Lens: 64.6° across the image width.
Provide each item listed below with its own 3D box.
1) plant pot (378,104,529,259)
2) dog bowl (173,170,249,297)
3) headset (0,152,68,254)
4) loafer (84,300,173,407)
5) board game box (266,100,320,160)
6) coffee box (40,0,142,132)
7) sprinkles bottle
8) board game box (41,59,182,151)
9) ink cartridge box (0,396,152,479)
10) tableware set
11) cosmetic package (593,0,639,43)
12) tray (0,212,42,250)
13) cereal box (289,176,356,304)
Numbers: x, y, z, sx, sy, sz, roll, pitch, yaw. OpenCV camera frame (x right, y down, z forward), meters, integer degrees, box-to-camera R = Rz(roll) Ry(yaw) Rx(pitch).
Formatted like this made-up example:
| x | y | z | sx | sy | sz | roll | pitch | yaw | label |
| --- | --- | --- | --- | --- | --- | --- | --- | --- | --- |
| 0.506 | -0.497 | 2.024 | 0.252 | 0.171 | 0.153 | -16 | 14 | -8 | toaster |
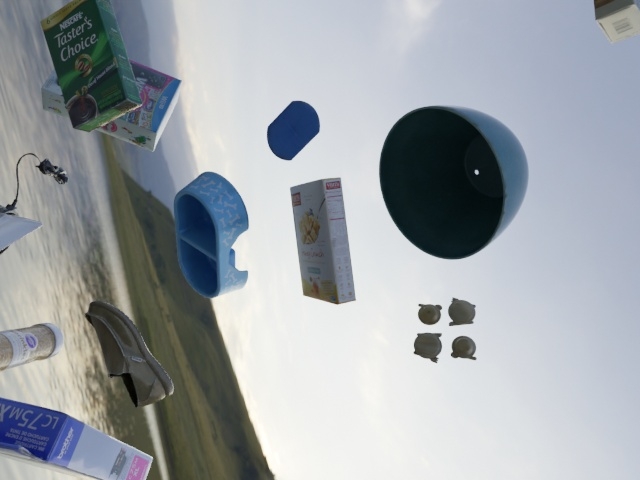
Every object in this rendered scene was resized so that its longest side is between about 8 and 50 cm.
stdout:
| x | y | z | sx | sy | sz | roll | pitch | yaw | label |
| --- | --- | --- | --- | --- | --- | --- | --- | --- | --- |
| 0.287 | -0.130 | 0.991 | 0.290 | 0.196 | 0.290 | 30 | -49 | 43 | plant pot |
| -0.238 | 0.001 | 1.081 | 0.166 | 0.074 | 0.297 | 29 | -48 | 27 | dog bowl |
| -0.820 | -0.075 | 1.234 | 0.243 | 0.394 | 0.185 | 54 | -7 | 2 | headset |
| -0.235 | 0.137 | 0.603 | 0.148 | 0.050 | 0.056 | 53 | -40 | -4 | loafer |
| -0.071 | -0.302 | 1.401 | 0.169 | 0.033 | 0.133 | -43 | -112 | 17 | board game box |
| -0.350 | -0.271 | 0.770 | 0.040 | 0.113 | 0.184 | -2 | 74 | -71 | coffee box |
| -0.931 | 0.327 | 1.534 | 0.355 | 0.121 | 0.121 | 49 | 26 | -86 | sprinkles bottle |
| -0.576 | -0.409 | 1.421 | 0.097 | 0.304 | 0.223 | 130 | -24 | -54 | board game box |
| -0.364 | 0.260 | 0.656 | 0.311 | 0.186 | 0.065 | 78 | 22 | -58 | ink cartridge box |
| 0.291 | 0.208 | 1.180 | 0.020 | 0.141 | 0.168 | 73 | 23 | -55 | tableware set |
| 0.343 | -0.296 | 0.584 | 0.041 | 0.060 | 0.115 | -12 | -113 | 44 | cosmetic package |
| -0.526 | -0.012 | 0.685 | 0.271 | 0.145 | 0.030 | 7 | -55 | 26 | tray |
| 0.000 | 0.000 | 1.017 | 0.173 | 0.048 | 0.240 | 179 | -98 | -66 | cereal box |
